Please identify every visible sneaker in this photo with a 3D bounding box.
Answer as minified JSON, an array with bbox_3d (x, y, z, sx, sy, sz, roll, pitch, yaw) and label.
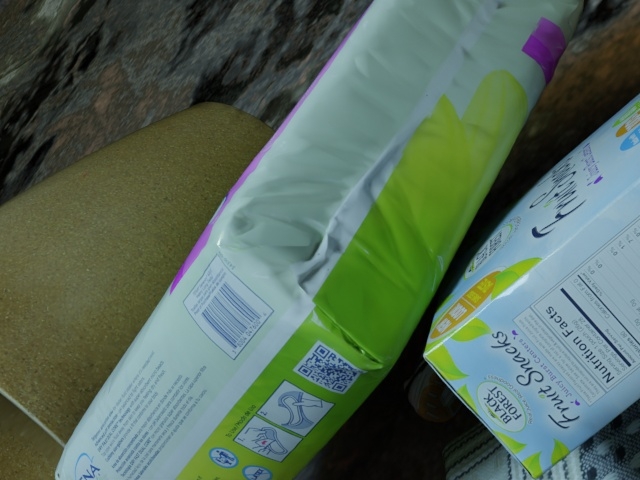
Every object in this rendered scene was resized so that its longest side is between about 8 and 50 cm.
[{"bbox_3d":[0.070,0.052,0.780,0.083,0.032,0.037,-54,25,-1],"label":"sneaker"}]

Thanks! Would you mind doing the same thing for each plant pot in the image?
[{"bbox_3d":[-0.112,0.041,0.927,0.254,0.237,0.237,-49,21,-26],"label":"plant pot"}]

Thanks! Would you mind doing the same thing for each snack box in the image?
[{"bbox_3d":[0.142,-0.016,0.607,0.207,0.070,0.174,-42,3,12],"label":"snack box"}]

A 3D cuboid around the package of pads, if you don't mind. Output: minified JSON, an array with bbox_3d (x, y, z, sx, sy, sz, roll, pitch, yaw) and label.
[{"bbox_3d":[0.000,0.000,0.752,0.229,0.101,0.296,-53,2,46],"label":"package of pads"}]

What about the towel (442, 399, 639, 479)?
[{"bbox_3d":[0.143,0.132,0.523,0.312,0.056,0.324,-35,31,35],"label":"towel"}]
